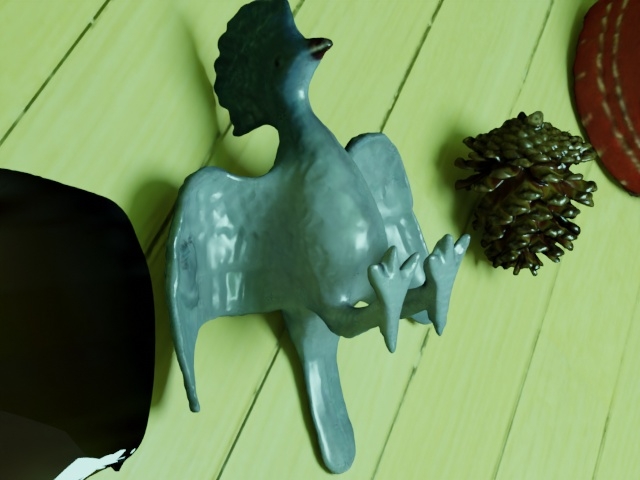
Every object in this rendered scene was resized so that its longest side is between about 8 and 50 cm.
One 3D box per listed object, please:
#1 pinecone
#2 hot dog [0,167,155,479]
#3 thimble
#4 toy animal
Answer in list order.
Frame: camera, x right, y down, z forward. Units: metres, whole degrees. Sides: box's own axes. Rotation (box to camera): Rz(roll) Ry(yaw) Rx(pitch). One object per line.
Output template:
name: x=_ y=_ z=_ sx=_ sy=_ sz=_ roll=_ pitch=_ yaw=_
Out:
pinecone: x=0.141 y=-0.033 z=0.854 sx=0.102 sy=0.102 sz=0.109 roll=17 pitch=74 yaw=-42
hot dog: x=-0.225 y=0.050 z=0.428 sx=0.326 sy=0.107 sz=0.194 roll=12 pitch=57 yaw=-34
thimble: x=0.302 y=-0.137 z=1.035 sx=0.163 sy=0.125 sz=0.190 roll=25 pitch=59 yaw=-36
toy animal: x=0.000 y=0.000 z=0.704 sx=0.239 sy=0.176 sz=0.256 roll=-9 pitch=117 yaw=-45
